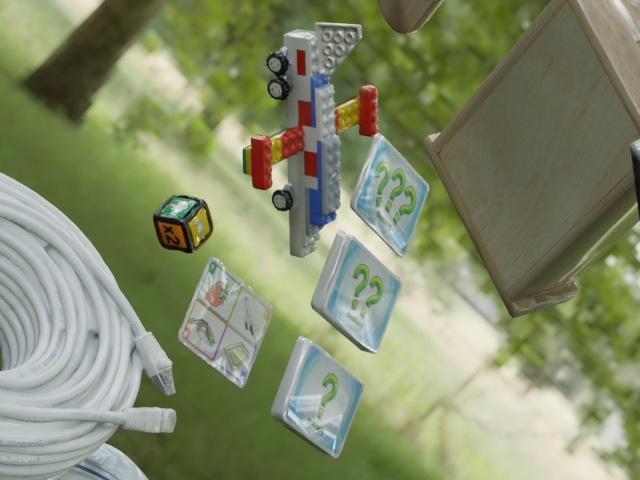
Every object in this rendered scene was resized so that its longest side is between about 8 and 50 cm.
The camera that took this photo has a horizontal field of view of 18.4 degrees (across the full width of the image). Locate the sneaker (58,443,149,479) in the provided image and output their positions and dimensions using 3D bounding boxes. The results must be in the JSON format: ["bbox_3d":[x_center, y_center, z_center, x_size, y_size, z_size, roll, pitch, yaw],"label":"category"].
[{"bbox_3d":[-0.146,0.272,1.608,0.094,0.091,0.258,5,-39,45],"label":"sneaker"}]

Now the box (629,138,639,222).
[{"bbox_3d":[0.238,0.122,0.873,0.242,0.076,0.307,-123,-166,-49],"label":"box"}]

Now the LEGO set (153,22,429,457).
[{"bbox_3d":[0.000,0.000,1.076,0.060,0.182,0.244,11,-19,31],"label":"LEGO set"}]

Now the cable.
[{"bbox_3d":[-0.249,0.057,1.391,0.257,0.089,0.257,-5,59,-47],"label":"cable"}]

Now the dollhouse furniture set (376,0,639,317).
[{"bbox_3d":[0.248,-0.098,1.120,0.303,0.355,0.174,64,-33,17],"label":"dollhouse furniture set"}]
